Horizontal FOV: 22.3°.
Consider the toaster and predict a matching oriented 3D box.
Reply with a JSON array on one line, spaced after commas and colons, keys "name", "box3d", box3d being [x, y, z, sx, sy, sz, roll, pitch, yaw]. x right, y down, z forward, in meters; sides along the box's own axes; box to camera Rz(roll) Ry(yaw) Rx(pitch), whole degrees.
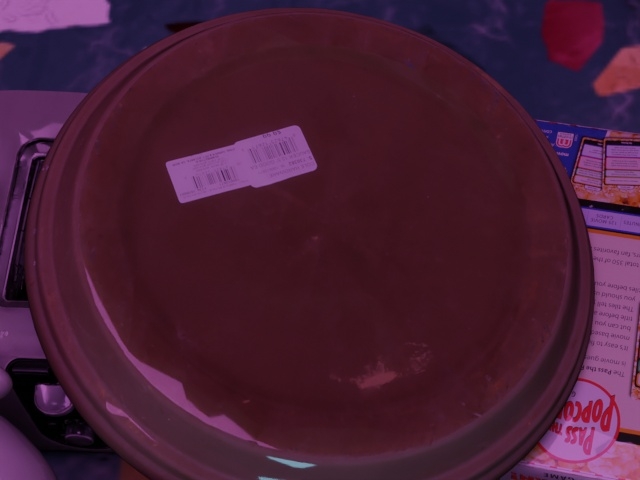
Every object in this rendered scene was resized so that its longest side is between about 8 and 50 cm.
[{"name": "toaster", "box3d": [-0.150, 0.012, 0.845, 0.168, 0.110, 0.185, 2, 63, 9]}]

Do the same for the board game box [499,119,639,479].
[{"name": "board game box", "box3d": [0.139, 0.036, 0.823, 0.147, 0.045, 0.193, 9, 65, 13]}]

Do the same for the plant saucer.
[{"name": "plant saucer", "box3d": [0.000, 0.000, 0.771, 0.278, 0.041, 0.278, 4, 64, -7]}]

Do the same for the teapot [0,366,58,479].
[{"name": "teapot", "box3d": [-0.189, 0.135, 0.707, 0.252, 0.256, 0.187, 22, 76, 48]}]
